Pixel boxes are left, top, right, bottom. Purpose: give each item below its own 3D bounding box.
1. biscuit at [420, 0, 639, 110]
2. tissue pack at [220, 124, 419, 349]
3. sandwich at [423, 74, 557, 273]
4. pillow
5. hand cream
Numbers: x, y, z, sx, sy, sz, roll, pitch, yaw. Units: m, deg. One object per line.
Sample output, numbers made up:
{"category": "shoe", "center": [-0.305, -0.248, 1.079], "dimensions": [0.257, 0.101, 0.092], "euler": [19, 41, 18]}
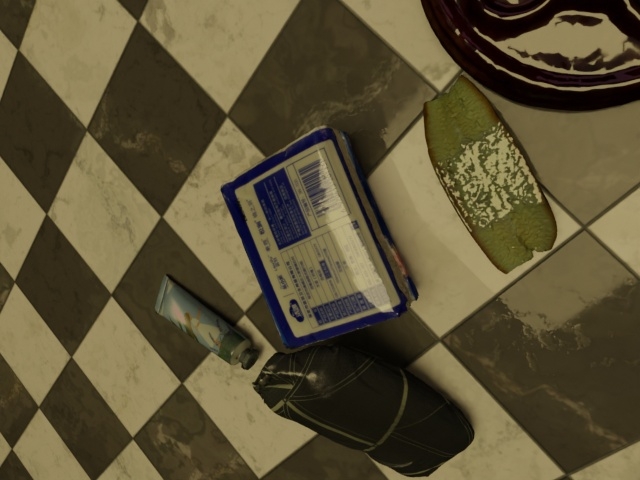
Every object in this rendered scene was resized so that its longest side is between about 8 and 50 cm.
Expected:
{"category": "biscuit", "center": [0.293, -0.342, 0.444], "dimensions": [0.408, 0.091, 0.407], "euler": [6, 103, 25]}
{"category": "tissue pack", "center": [0.000, 0.000, 0.642], "dimensions": [0.209, 0.137, 0.269], "euler": [-26, 87, 30]}
{"category": "sandwich", "center": [0.205, -0.078, 0.547], "dimensions": [0.094, 0.096, 0.258], "euler": [-30, 90, 23]}
{"category": "pillow", "center": [0.065, 0.246, 0.640], "dimensions": [0.335, 0.092, 0.161], "euler": [30, 111, -14]}
{"category": "hand cream", "center": [-0.223, 0.160, 0.837], "dimensions": [0.256, 0.055, 0.088], "euler": [30, 113, 25]}
